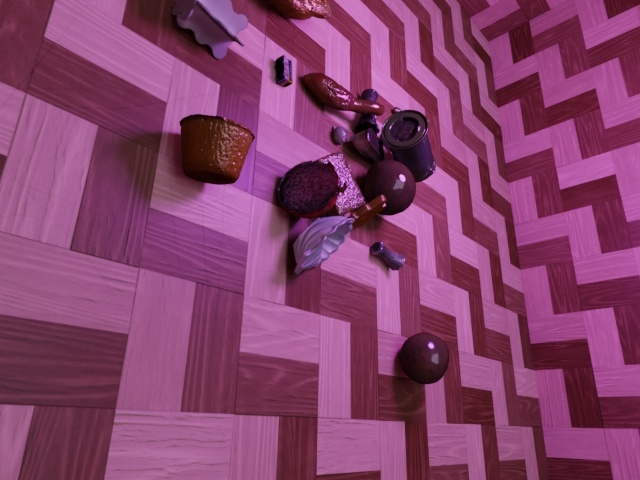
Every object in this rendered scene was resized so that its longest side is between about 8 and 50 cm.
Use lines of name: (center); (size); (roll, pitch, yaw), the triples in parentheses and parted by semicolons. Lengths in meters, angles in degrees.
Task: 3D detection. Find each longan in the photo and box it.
longan: (0.417, 0.468, 1.904); (0.220, 0.196, 0.197); (-34, 103, -41)
longan: (0.280, -0.219, 1.980); (0.248, 0.248, 0.248); (21, 62, -44)

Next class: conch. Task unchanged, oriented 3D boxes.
conch: (0.085, -0.438, 1.957); (0.076, 0.056, 0.085); (9, 70, -61)

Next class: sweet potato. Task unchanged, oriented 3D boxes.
sweet potato: (0.094, -0.580, 1.951); (0.385, 0.109, 0.109); (18, 62, -28)

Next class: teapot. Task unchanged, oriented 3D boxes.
teapot: (0.389, -0.419, 2.163); (0.200, 0.270, 0.337); (-55, 149, -9)

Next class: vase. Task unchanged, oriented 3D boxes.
vase: (0.276, 0.059, 1.980); (0.148, 0.081, 0.081); (35, 52, -33)
vase: (0.213, -0.571, 2.118); (0.115, 0.115, 0.237); (34, 49, -37)

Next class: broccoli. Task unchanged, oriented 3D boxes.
broccoli: (0.450, -0.614, 2.419); (0.204, 0.118, 0.122); (29, 66, -21)

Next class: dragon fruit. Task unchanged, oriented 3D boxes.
dragon fruit: (-0.022, -0.153, 1.641); (0.218, 0.223, 0.148); (54, -3, 33)

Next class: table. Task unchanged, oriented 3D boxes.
table: (-0.335, -0.687, 1.490); (0.198, 0.166, 0.167); (32, 53, -47)

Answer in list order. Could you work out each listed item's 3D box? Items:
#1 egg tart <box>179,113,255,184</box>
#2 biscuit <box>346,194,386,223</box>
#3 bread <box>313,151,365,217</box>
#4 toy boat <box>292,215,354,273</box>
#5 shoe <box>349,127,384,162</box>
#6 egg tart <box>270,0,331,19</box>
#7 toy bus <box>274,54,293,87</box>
egg tart: (-0.296, -0.256, 1.338); (0.215, 0.215, 0.171); (15, 76, -46)
biscuit: (0.153, -0.095, 1.825); (0.238, 0.212, 0.041); (-28, 78, -25)
bread: (0.049, -0.203, 1.789); (0.184, 0.110, 0.234); (-30, 98, -47)
toy boat: (0.000, 0.000, 1.625); (0.100, 0.199, 0.290); (36, 44, 15)
shoe: (0.214, -0.400, 2.064); (0.275, 0.098, 0.103); (33, 58, -61)
egg tart: (-0.117, -1.011, 1.853); (0.351, 0.153, 0.340); (-27, 97, -50)
toy bus: (-0.134, -0.630, 1.773); (0.058, 0.052, 0.102); (13, 69, -49)
